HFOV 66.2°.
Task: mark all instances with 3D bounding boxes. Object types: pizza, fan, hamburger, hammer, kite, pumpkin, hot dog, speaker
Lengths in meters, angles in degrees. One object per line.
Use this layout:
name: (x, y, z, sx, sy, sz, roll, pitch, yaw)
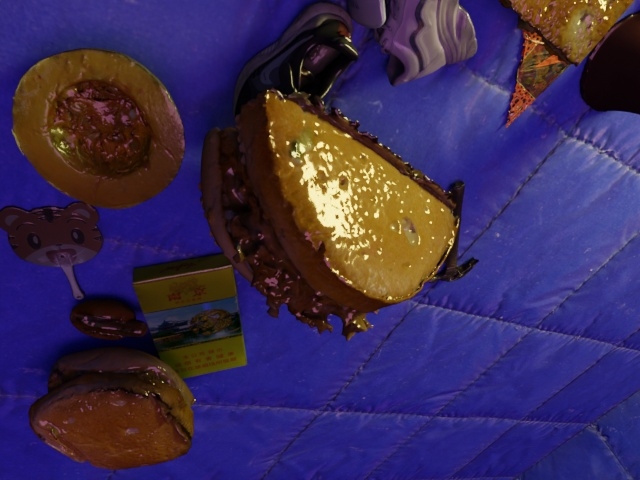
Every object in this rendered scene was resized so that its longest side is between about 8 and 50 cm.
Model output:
pizza: (0.366, -0.426, 0.690, 0.258, 0.087, 0.268, 28, 114, -29)
fan: (-0.450, 0.026, 0.856, 0.152, 0.008, 0.227, -7, 132, -15)
hamburger: (0.000, 0.000, 0.767, 0.445, 0.287, 0.268, 28, 153, -38)
hammer: (0.296, -0.011, 1.089, 0.125, 0.027, 0.297, -17, 134, -4)
kite: (0.397, -0.306, 0.864, 0.125, 0.008, 0.222, -14, 134, -8)
pumpkin: (-0.292, -0.166, 0.680, 0.217, 0.110, 0.217, -2, 128, -3)
hamburger: (-0.419, 0.358, 1.039, 0.284, 0.174, 0.304, -7, 136, 6)
hot dog: (-0.410, 0.158, 0.952, 0.140, 0.060, 0.090, 21, 121, -29)
speaker: (0.633, -0.209, 0.837, 0.198, 0.329, 0.259, -31, 141, 9)

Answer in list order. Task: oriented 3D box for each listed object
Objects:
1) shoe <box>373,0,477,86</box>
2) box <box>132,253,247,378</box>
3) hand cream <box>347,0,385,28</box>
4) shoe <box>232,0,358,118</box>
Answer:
shoe: (0.128, -0.326, 0.686, 0.137, 0.095, 0.245, -32, 141, 7)
box: (-0.261, 0.171, 1.035, 0.187, 0.047, 0.335, -9, 133, -11)
hand cream: (0.046, -0.396, 0.607, 0.048, 0.079, 0.255, -26, 134, -15)
shoe: (-0.036, -0.230, 0.700, 0.227, 0.112, 0.099, -44, 132, 18)
